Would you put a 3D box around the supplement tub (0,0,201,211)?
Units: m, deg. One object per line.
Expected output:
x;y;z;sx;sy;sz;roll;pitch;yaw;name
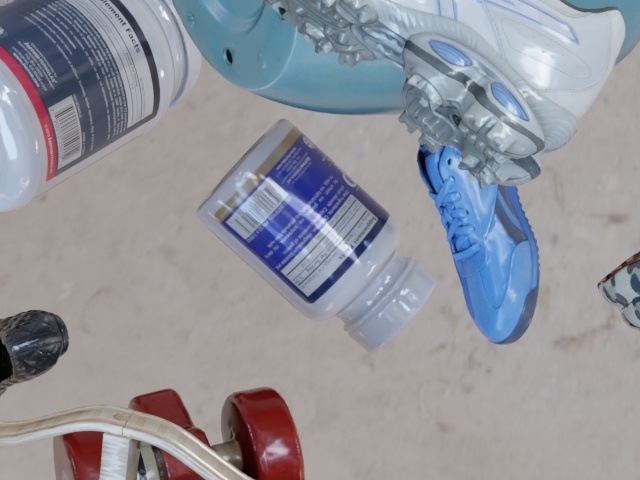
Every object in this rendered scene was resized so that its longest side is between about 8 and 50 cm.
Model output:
-0.274;-0.166;1.584;0.191;0.272;0.191;24;131;30;supplement tub

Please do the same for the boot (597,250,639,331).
0.210;0.036;0.495;0.179;0.085;0.236;55;138;6;boot

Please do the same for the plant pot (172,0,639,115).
0.034;-0.211;0.955;0.235;0.293;0.293;-19;114;-27;plant pot

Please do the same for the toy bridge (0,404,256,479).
-0.108;0.121;0.822;0.188;0.026;0.063;13;117;8;toy bridge

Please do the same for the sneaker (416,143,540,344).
0.102;-0.029;1.092;0.069;0.082;0.209;-24;66;52;sneaker

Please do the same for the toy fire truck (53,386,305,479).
-0.085;0.263;1.113;0.169;0.302;0.254;-9;122;-21;toy fire truck

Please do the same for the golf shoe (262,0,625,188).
0.033;-0.102;0.573;0.176;0.069;0.086;43;78;7;golf shoe

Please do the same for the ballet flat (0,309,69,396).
-0.239;0.084;1.094;0.173;0.049;0.057;-27;77;48;ballet flat

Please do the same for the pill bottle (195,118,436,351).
0.000;0.000;1.264;0.186;0.112;0.112;43;114;-6;pill bottle
